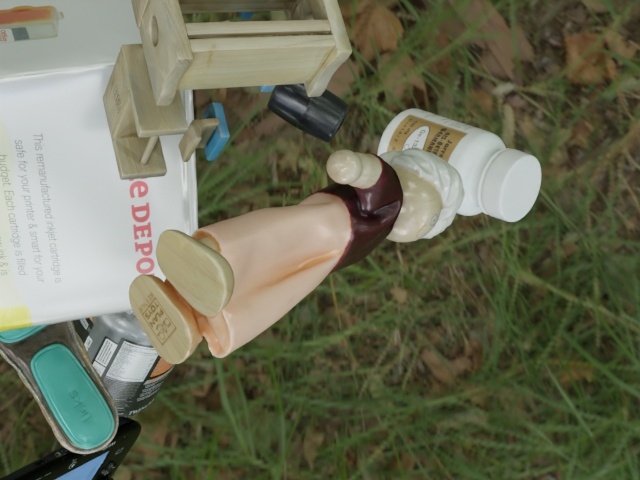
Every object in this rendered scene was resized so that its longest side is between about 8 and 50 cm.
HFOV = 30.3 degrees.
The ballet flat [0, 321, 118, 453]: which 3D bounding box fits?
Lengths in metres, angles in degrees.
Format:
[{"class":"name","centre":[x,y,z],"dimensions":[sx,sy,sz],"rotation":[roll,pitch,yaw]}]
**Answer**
[{"class":"ballet flat","centre":[-0.346,0.115,1.433],"dimensions":[0.107,0.106,0.316],"rotation":[-24,97,-17]}]

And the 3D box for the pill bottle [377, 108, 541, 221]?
[{"class":"pill bottle","centre":[0.208,-0.109,1.776],"dimensions":[0.131,0.229,0.131],"rotation":[-25,126,-40]}]

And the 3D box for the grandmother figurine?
[{"class":"grandmother figurine","centre":[0.000,0.000,1.003],"dimensions":[0.104,0.342,0.208],"rotation":[58,137,9]}]

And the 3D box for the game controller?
[{"class":"game controller","centre":[-0.377,0.342,1.633],"dimensions":[0.067,0.319,0.166],"rotation":[51,123,11]}]

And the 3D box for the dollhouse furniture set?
[{"class":"dollhouse furniture set","centre":[-0.083,-0.147,0.888],"dimensions":[0.129,0.184,0.129],"rotation":[-6,70,-24]}]

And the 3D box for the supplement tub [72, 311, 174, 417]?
[{"class":"supplement tub","centre":[-0.299,0.128,1.860],"dimensions":[0.193,0.194,0.316],"rotation":[25,134,-10]}]

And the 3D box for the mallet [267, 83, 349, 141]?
[{"class":"mallet","centre":[-0.008,-0.143,1.018],"dimensions":[0.062,0.190,0.039],"rotation":[27,116,-12]}]

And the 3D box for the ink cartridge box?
[{"class":"ink cartridge box","centre":[-0.313,-0.063,1.050],"dimensions":[0.384,0.160,0.279],"rotation":[-8,132,-13]}]
